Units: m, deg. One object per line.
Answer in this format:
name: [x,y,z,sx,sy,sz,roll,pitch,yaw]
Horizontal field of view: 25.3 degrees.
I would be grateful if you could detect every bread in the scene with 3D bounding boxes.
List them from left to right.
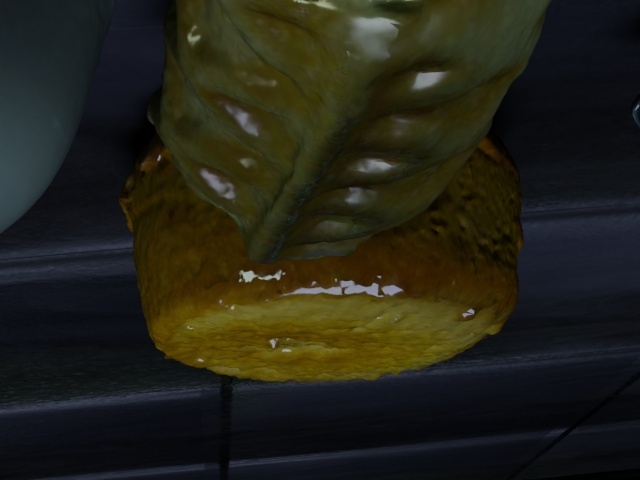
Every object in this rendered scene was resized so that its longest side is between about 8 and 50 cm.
bread: [0.000,0.000,0.853,0.268,0.145,0.268,-2,161,-1]
bread: [0.011,-0.089,0.606,0.152,0.130,0.267,2,160,-11]

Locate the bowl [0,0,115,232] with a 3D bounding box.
bowl: [-0.232,-0.046,0.621,0.289,0.146,0.289,-6,161,-2]

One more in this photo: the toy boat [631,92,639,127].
toy boat: [0.316,-0.075,0.768,0.296,0.122,0.114,-4,137,-1]
